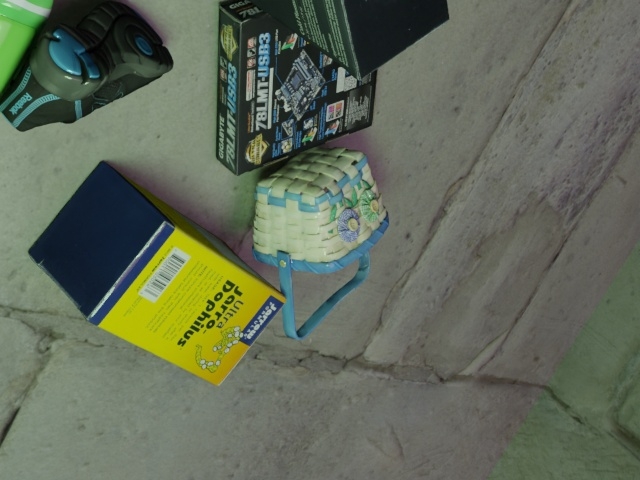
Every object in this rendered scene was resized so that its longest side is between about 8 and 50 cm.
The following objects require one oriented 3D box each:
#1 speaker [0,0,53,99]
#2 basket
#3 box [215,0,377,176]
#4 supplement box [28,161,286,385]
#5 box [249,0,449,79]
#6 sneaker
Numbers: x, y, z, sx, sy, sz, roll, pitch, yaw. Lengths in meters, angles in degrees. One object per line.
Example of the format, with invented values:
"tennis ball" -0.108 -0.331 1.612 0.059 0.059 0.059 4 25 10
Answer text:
"speaker" -0.464 -0.226 1.656 0.131 0.131 0.296 18 107 -50
"basket" 0.000 0.000 2.208 0.255 0.201 0.289 -44 139 -44
"box" -0.034 -0.280 2.077 0.293 0.073 0.295 -23 135 -29
"supplement box" -0.255 0.062 2.043 0.195 0.194 0.356 -51 142 2
"box" -0.002 -0.458 1.764 0.179 0.312 0.343 -36 141 -18
"sneaker" -0.322 -0.239 1.745 0.140 0.125 0.341 -39 178 24
